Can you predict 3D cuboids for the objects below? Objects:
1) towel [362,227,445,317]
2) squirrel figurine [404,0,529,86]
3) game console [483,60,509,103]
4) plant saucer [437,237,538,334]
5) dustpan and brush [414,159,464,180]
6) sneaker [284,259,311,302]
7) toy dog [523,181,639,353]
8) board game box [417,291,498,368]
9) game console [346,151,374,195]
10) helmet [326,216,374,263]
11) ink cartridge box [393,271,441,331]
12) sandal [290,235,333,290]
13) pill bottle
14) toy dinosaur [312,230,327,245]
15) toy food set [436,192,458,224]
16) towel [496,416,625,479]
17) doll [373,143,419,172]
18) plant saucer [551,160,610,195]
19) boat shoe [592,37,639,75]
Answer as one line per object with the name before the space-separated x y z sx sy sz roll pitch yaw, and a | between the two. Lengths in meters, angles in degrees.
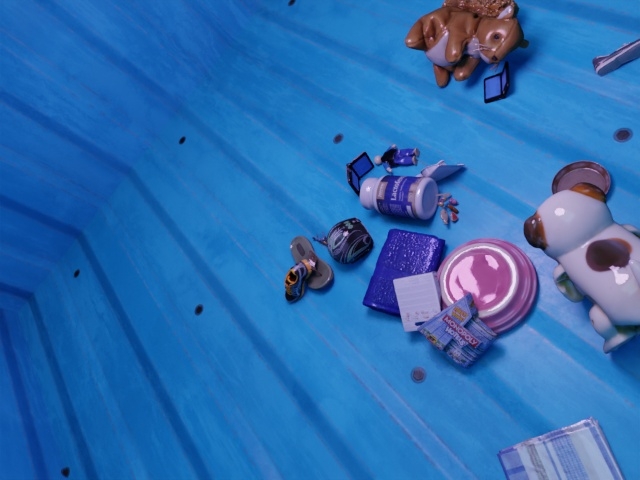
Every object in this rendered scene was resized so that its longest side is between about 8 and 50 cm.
towel | 0.297 0.119 1.850 0.227 0.076 0.308 13 76 34
squirrel figurine | 0.589 -0.793 1.953 0.370 0.281 0.397 10 64 49
game console | 0.656 -0.590 1.956 0.071 0.107 0.122 3 67 6
plant saucer | 0.513 0.137 1.676 0.332 0.084 0.332 -17 58 29
dustpan and brush | 0.409 -0.248 1.942 0.211 0.147 0.060 -39 65 48
sneaker | -0.107 0.164 2.052 0.084 0.083 0.215 42 132 28
toy dog | 0.723 0.052 1.381 0.284 0.395 0.408 -43 58 21
board game box | 0.430 0.264 1.599 0.194 0.060 0.194 42 119 19
game console | 0.163 -0.263 2.090 0.085 0.144 0.124 -10 68 19
helmet | 0.102 0.006 1.993 0.161 0.169 0.169 -35 50 -6
ink cartridge box | 0.328 0.201 1.719 0.145 0.045 0.179 -14 89 33
sandal | -0.056 0.087 2.101 0.120 0.086 0.303 -46 49 8
pill bottle | 0.288 -0.164 1.943 0.264 0.153 0.153 9 73 38
toy dinosaur | 0.000 0.000 2.140 0.082 0.047 0.090 -23 64 46
toy food set | 0.457 -0.117 1.864 0.078 0.019 0.122 -8 67 -12
towel | 0.634 0.613 1.380 0.285 0.034 0.209 -30 55 22
doll | 0.295 -0.326 2.091 0.189 0.046 0.129 2 68 36
plant saucer | 0.819 -0.172 1.652 0.168 0.029 0.168 -16 60 29
boat shoe | 1.002 -0.627 1.726 0.206 0.075 0.065 -29 56 26
